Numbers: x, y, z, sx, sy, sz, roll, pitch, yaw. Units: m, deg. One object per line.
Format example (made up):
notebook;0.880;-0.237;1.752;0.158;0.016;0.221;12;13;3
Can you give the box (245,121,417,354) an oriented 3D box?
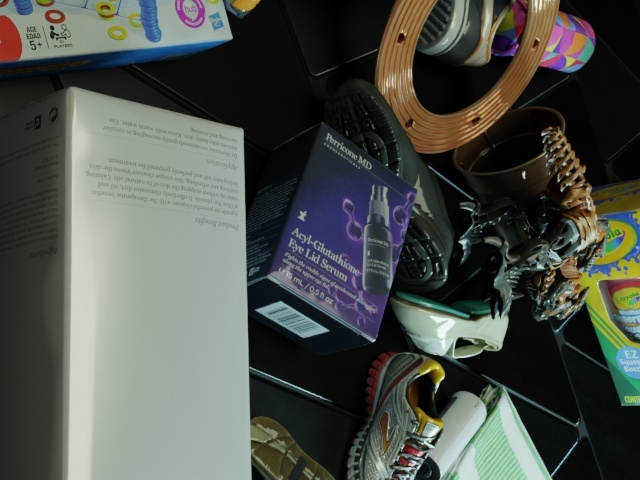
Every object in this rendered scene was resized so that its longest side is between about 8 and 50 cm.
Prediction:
box;0.000;0.000;1.063;0.153;0.108;0.207;32;60;-26

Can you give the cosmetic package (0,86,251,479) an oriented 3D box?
cosmetic package;-0.179;0.073;0.837;0.197;0.155;0.365;10;76;-45

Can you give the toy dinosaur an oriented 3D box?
toy dinosaur;0.296;-0.013;1.293;0.218;0.164;0.322;-17;112;-11

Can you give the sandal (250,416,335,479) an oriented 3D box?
sandal;-0.031;0.270;1.045;0.180;0.049;0.072;51;42;-9

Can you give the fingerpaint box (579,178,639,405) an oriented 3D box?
fingerpaint box;0.660;0.071;1.536;0.163;0.445;0.371;-36;109;-44

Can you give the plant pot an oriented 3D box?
plant pot;0.298;-0.082;1.396;0.167;0.167;0.165;-55;130;-38

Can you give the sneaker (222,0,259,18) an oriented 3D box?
sneaker;-0.108;-0.354;1.030;0.121;0.099;0.262;21;48;-33

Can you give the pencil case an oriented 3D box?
pencil case;0.349;-0.332;1.540;0.236;0.104;0.104;0;82;-45

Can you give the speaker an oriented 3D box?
speaker;0.165;0.258;1.250;0.136;0.055;0.055;-40;111;-43

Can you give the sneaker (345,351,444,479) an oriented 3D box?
sneaker;0.095;0.240;1.149;0.088;0.092;0.225;29;62;-40

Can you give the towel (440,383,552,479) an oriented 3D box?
towel;0.226;0.391;1.303;0.325;0.038;0.248;-50;119;-41

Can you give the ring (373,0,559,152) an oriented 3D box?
ring;0.196;-0.272;1.279;0.336;0.032;0.336;-27;138;-28

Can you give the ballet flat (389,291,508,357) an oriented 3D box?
ballet flat;0.173;0.118;1.276;0.248;0.086;0.086;9;76;-47

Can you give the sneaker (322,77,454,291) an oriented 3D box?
sneaker;0.091;-0.078;1.218;0.286;0.109;0.130;67;32;-20

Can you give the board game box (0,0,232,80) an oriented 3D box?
board game box;-0.252;-0.312;0.885;0.308;0.086;0.302;-20;98;-47

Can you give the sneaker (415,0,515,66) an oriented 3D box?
sneaker;0.213;-0.405;1.385;0.127;0.126;0.321;17;81;-39
